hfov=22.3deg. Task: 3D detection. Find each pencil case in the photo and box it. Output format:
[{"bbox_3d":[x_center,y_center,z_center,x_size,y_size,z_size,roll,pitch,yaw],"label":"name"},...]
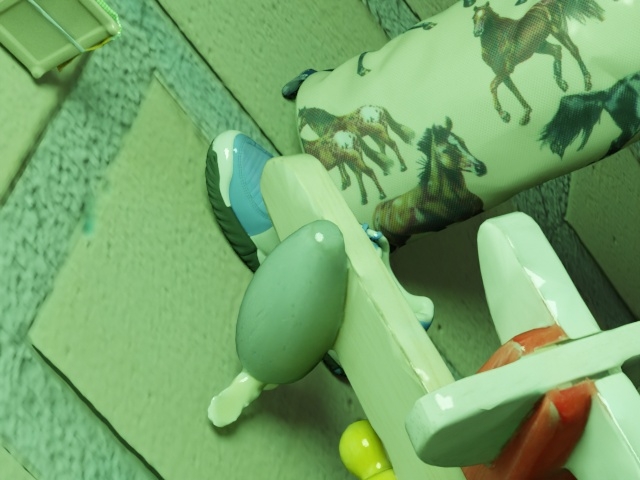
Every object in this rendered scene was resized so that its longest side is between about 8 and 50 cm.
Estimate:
[{"bbox_3d":[0.174,-0.137,1.184,0.160,0.410,0.183,49,27,-30],"label":"pencil case"}]

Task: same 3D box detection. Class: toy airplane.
[{"bbox_3d":[0.069,0.161,0.941,0.386,0.272,0.384,-128,-165,-68],"label":"toy airplane"}]

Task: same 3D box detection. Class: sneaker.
[{"bbox_3d":[0.000,0.000,1.135,0.211,0.081,0.080,50,35,-23],"label":"sneaker"}]

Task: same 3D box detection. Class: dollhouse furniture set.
[{"bbox_3d":[-0.187,-0.172,0.966,0.151,0.076,0.058,45,36,-31],"label":"dollhouse furniture set"}]
